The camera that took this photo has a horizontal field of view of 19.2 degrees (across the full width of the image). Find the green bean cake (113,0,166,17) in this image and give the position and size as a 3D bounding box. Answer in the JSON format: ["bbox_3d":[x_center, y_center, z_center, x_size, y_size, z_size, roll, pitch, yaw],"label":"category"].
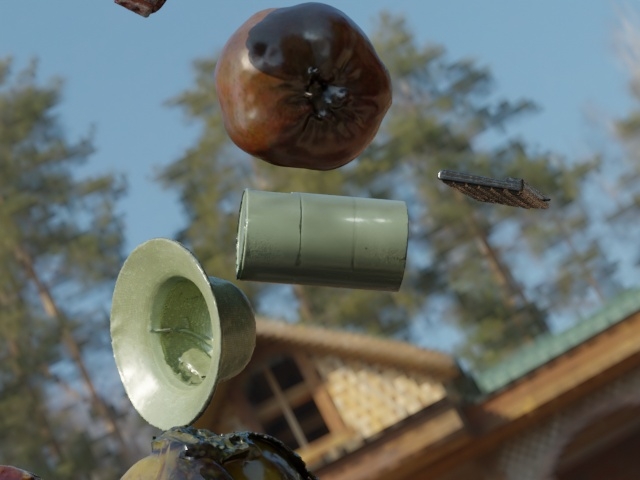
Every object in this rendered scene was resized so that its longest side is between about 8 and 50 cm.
[{"bbox_3d":[-0.168,-0.325,2.079,0.056,0.135,0.135,26,-41,-13],"label":"green bean cake"}]

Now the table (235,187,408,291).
[{"bbox_3d":[0.000,0.000,2.537,0.220,0.126,0.126,4,-28,-6],"label":"table"}]

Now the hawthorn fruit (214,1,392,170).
[{"bbox_3d":[-0.029,-0.182,2.266,0.208,0.208,0.248,-24,11,-10],"label":"hawthorn fruit"}]

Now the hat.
[{"bbox_3d":[-0.159,0.122,2.522,0.130,0.257,0.257,-2,-33,-39],"label":"hat"}]

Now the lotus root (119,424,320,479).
[{"bbox_3d":[-0.045,0.325,1.362,0.196,0.397,0.179,-9,-3,-35],"label":"lotus root"}]

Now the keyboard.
[{"bbox_3d":[0.199,-0.055,2.106,0.101,0.018,0.310,8,-1,11],"label":"keyboard"}]

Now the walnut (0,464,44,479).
[{"bbox_3d":[-0.316,0.297,1.965,0.115,0.207,0.116,-63,-7,-14],"label":"walnut"}]
